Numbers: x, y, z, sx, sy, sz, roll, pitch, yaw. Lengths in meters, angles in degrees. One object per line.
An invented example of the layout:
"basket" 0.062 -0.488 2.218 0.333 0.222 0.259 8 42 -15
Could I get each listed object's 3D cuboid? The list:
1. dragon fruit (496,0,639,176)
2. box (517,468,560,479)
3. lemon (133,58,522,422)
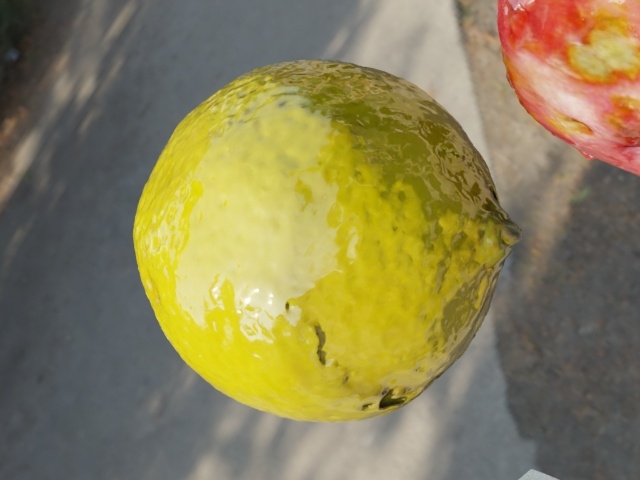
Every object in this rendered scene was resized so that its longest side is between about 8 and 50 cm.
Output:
"dragon fruit" 0.180 -0.059 0.539 0.212 0.262 0.134 29 94 31
"box" 0.256 0.445 1.932 0.069 0.256 0.164 18 36 39
"lemon" -0.003 -0.001 0.963 0.228 0.228 0.253 -61 23 -7
